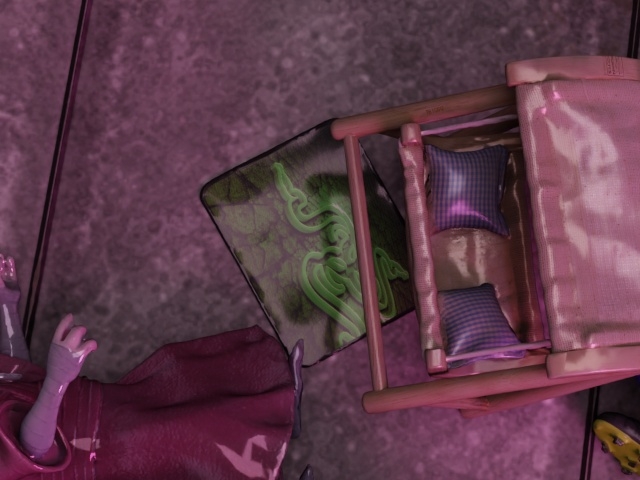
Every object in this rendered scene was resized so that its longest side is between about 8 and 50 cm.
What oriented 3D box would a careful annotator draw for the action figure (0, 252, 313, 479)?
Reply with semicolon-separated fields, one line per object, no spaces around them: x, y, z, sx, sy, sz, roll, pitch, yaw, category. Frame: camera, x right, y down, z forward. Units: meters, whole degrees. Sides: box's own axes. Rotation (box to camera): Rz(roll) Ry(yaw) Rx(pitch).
-0.195;0.165;1.493;0.370;0.248;0.275;0;104;-7;action figure

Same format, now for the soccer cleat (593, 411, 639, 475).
0.319;0.187;1.585;0.179;0.060;0.072;30;67;-6;soccer cleat

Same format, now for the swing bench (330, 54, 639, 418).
0.165;0.001;1.488;0.255;0.165;0.253;-16;74;35;swing bench

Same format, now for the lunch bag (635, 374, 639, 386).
0.463;0.095;1.523;0.386;0.239;0.327;-20;72;-5;lunch bag

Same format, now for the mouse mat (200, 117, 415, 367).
0.000;0.000;1.614;0.153;0.007;0.189;-28;83;-11;mouse mat
